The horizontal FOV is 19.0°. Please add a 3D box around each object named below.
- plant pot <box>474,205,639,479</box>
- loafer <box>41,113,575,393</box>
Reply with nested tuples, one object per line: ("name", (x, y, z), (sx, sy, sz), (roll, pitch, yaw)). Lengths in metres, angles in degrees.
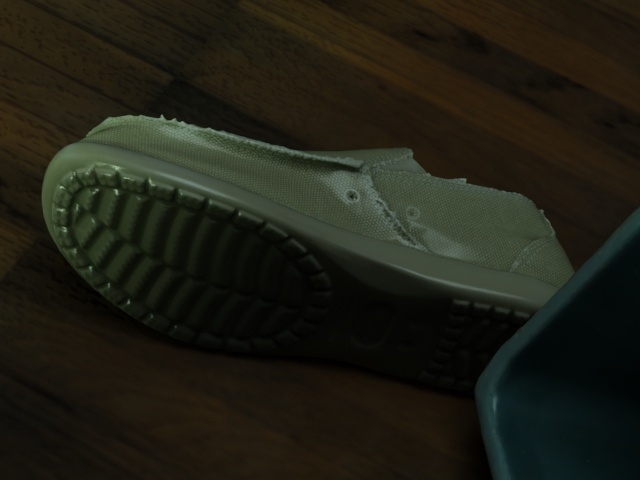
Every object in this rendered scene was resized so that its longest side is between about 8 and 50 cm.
("plant pot", (0.252, 0.112, 0.789), (0.252, 0.247, 0.248), (16, 43, -28))
("loafer", (0.000, 0.000, 0.905), (0.268, 0.102, 0.092), (19, 44, -13))
